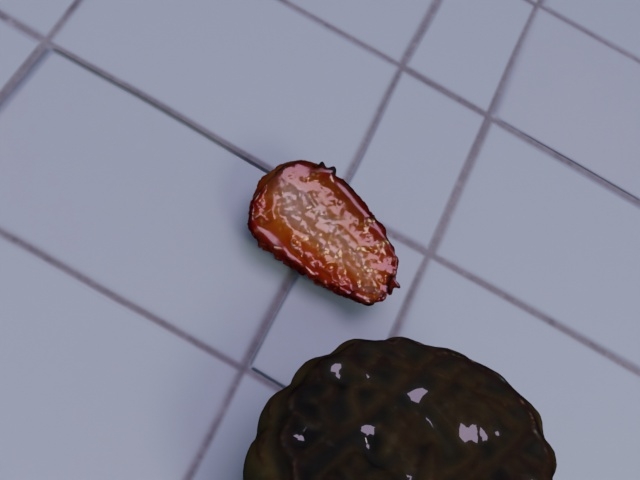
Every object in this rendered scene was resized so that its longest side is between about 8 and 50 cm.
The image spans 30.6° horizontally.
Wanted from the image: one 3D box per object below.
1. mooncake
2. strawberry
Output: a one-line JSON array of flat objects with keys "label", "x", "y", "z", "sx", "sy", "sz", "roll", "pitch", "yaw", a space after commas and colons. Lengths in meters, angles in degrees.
[{"label": "mooncake", "x": 0.068, "y": 0.226, "z": 1.061, "sx": 0.290, "sy": 0.161, "sz": 0.290, "roll": 7, "pitch": 45, "yaw": -7}, {"label": "strawberry", "x": 0.000, "y": 0.000, "z": 1.268, "sx": 0.121, "sy": 0.082, "sz": 0.188, "roll": -42, "pitch": 90, "yaw": -17}]
